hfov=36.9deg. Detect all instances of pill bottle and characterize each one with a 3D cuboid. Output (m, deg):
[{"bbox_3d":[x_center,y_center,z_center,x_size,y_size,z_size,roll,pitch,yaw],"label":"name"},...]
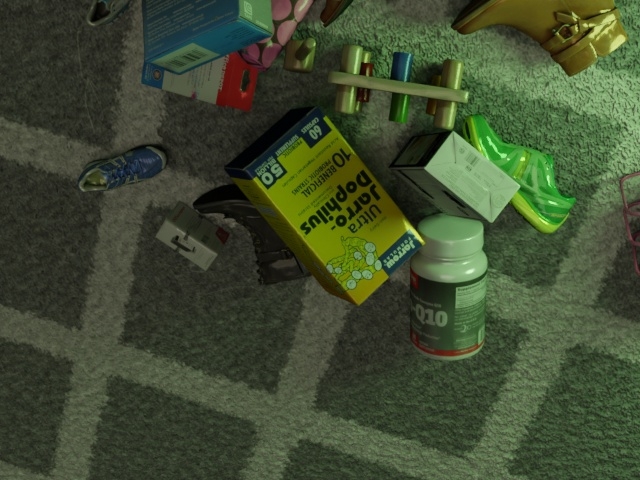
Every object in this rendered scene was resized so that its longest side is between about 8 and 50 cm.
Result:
[{"bbox_3d":[0.268,0.096,2.018,0.161,0.161,0.283,2,117,10],"label":"pill bottle"}]

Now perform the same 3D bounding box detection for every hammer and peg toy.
[{"bbox_3d":[0.095,-0.292,1.794,0.361,0.266,0.127,10,99,5],"label":"hammer and peg toy"}]

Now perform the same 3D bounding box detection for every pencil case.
[{"bbox_3d":[-0.087,-0.428,1.815,0.098,0.095,0.209,35,88,-3],"label":"pencil case"}]

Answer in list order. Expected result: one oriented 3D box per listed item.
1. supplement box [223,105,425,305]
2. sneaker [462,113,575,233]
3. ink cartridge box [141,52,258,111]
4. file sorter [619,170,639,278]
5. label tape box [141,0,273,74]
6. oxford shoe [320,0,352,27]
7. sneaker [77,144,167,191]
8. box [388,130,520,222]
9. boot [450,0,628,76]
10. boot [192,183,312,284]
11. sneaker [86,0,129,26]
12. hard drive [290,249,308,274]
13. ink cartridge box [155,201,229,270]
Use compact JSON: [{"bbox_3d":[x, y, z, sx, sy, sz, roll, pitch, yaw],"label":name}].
[{"bbox_3d":[0.006,-0.071,1.925,0.194,0.195,0.356,-43,106,-9],"label":"supplement box"},{"bbox_3d":[0.393,-0.148,1.915,0.123,0.109,0.295,-43,103,4],"label":"sneaker"},{"bbox_3d":[-0.232,-0.357,1.926,0.231,0.078,0.134,16,119,2],"label":"ink cartridge box"},{"bbox_3d":[0.702,0.013,1.869,0.182,0.202,0.290,-13,114,18],"label":"file sorter"},{"bbox_3d":[-0.218,-0.507,1.775,0.241,0.106,0.333,-14,74,34],"label":"label tape box"},{"bbox_3d":[0.037,-0.478,1.785,0.076,0.076,0.212,37,148,0],"label":"oxford shoe"},{"bbox_3d":[-0.428,-0.146,2.072,0.211,0.081,0.080,-17,111,17],"label":"sneaker"},{"bbox_3d":[0.248,-0.122,1.835,0.169,0.290,0.087,38,88,-10],"label":"box"},{"bbox_3d":[0.408,-0.398,1.780,0.283,0.109,0.220,-29,112,15],"label":"boot"},{"bbox_3d":[-0.137,-0.004,2.084,0.263,0.091,0.229,-2,116,10],"label":"boot"},{"bbox_3d":[-0.397,-0.489,1.888,0.071,0.083,0.190,39,116,-8],"label":"sneaker"},{"bbox_3d":[0.000,0.000,2.056,0.135,0.022,0.094,-31,117,-11],"label":"hard drive"},{"bbox_3d":[-0.280,-0.011,2.103,0.135,0.099,0.056,35,119,-7],"label":"ink cartridge box"}]
